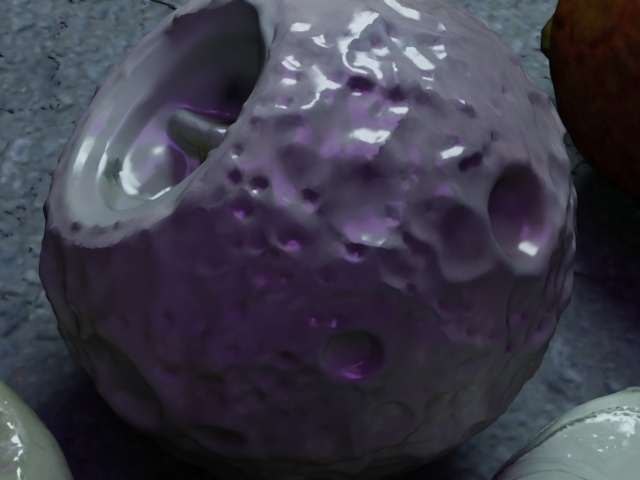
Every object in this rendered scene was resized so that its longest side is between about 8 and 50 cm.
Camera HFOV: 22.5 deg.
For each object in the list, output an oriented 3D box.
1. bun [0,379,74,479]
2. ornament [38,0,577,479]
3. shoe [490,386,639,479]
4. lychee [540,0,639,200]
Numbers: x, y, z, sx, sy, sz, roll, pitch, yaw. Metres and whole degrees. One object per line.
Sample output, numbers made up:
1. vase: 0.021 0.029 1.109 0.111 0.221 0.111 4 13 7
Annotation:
1. bun: -0.219 0.140 0.701 0.231 0.133 0.231 0 48 0
2. ornament: 0.000 0.000 0.778 0.225 0.259 0.259 38 43 -32
3. shoe: 0.098 0.166 0.679 0.132 0.210 0.342 29 53 14
4. lychee: 0.246 -0.129 0.923 0.300 0.255 0.255 28 52 31
